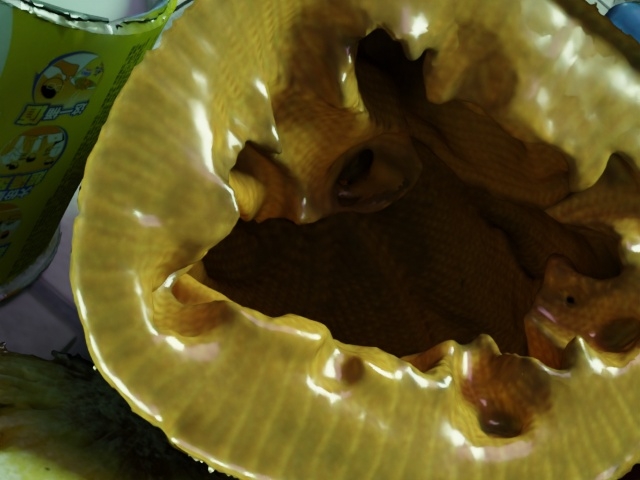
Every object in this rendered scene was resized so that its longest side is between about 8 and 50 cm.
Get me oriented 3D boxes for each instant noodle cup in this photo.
[{"bbox_3d":[-0.159,-0.088,0.513,0.205,0.153,0.205,31,32,-22],"label":"instant noodle cup"}]

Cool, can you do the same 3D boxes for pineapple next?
[{"bbox_3d":[-0.071,0.117,0.435,0.233,0.079,0.135,26,25,-17],"label":"pineapple"}]

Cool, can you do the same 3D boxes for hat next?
[{"bbox_3d":[0.000,0.000,0.543,0.244,0.233,0.233,-33,100,-17],"label":"hat"}]

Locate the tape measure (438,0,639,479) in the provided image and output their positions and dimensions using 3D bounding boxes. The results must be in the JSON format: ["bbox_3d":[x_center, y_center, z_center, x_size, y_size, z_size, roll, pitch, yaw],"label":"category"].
[{"bbox_3d":[0.182,0.038,0.616,0.138,0.259,0.262,-27,68,-31],"label":"tape measure"}]
